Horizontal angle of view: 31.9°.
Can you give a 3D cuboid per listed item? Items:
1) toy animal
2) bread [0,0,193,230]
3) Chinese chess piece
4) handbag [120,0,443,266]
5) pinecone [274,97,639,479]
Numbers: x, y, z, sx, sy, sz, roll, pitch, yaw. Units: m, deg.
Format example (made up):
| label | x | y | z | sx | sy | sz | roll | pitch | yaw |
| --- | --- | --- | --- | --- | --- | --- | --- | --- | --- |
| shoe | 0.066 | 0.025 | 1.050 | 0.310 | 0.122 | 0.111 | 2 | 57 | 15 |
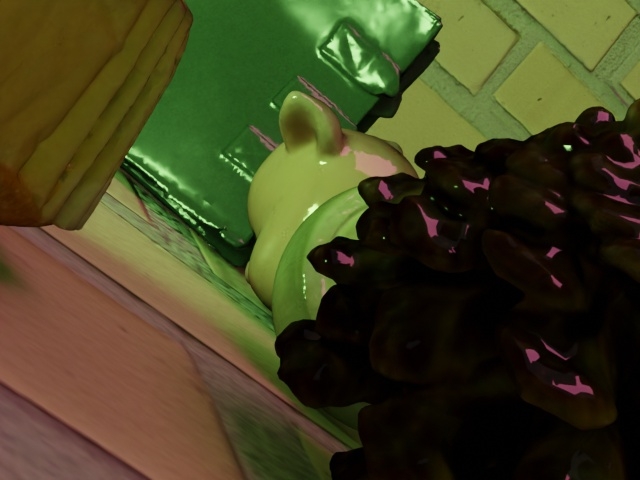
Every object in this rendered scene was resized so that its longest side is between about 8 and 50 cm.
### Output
| label | x | y | z | sx | sy | sz | roll | pitch | yaw |
| --- | --- | --- | --- | --- | --- | --- | --- | --- | --- |
| toy animal | 0.046 | 0.033 | 0.729 | 0.248 | 0.149 | 0.165 | 53 | 2 | 14 |
| bread | -0.155 | -0.098 | 0.304 | 0.152 | 0.119 | 0.288 | 44 | 5 | 26 |
| Chinese chess piece | 0.046 | 0.036 | 0.605 | 0.144 | 0.144 | 0.058 | 39 | -32 | 0 |
| handbag | -0.069 | -0.143 | 0.873 | 0.260 | 0.247 | 0.079 | 39 | -13 | 11 |
| pinecone | 0.095 | 0.049 | 0.428 | 0.202 | 0.201 | 0.229 | 33 | 3 | -32 |
